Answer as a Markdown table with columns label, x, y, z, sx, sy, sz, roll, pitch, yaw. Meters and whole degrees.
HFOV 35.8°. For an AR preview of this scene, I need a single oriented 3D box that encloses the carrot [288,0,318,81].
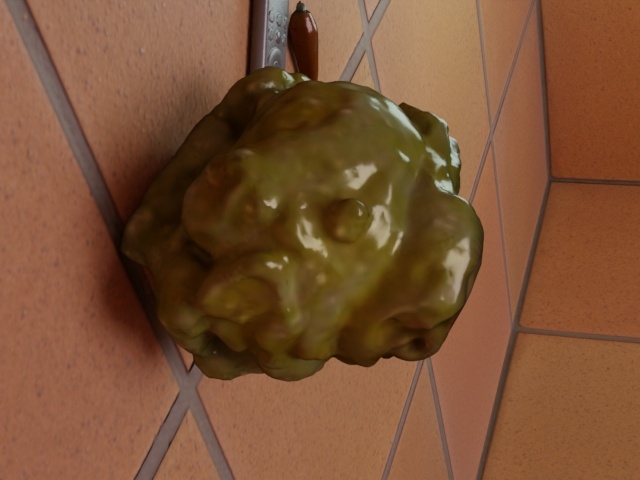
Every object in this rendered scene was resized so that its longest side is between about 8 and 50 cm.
| label | x | y | z | sx | sy | sz | roll | pitch | yaw |
| --- | --- | --- | --- | --- | --- | --- | --- | --- | --- |
| carrot | -0.017 | -0.218 | 1.186 | 0.035 | 0.035 | 0.142 | -61 | 152 | -48 |

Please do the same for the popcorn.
| label | x | y | z | sx | sy | sz | roll | pitch | yaw |
| --- | --- | --- | --- | --- | --- | --- | --- | --- | --- |
| popcorn | -0.016 | -0.003 | 0.904 | 0.312 | 0.312 | 0.312 | 4 | 90 | -69 |

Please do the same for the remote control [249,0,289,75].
| label | x | y | z | sx | sy | sz | roll | pitch | yaw |
| --- | --- | --- | --- | --- | --- | --- | --- | --- | --- |
| remote control | -0.054 | -0.205 | 1.092 | 0.067 | 0.029 | 0.261 | -1 | 95 | -69 |
